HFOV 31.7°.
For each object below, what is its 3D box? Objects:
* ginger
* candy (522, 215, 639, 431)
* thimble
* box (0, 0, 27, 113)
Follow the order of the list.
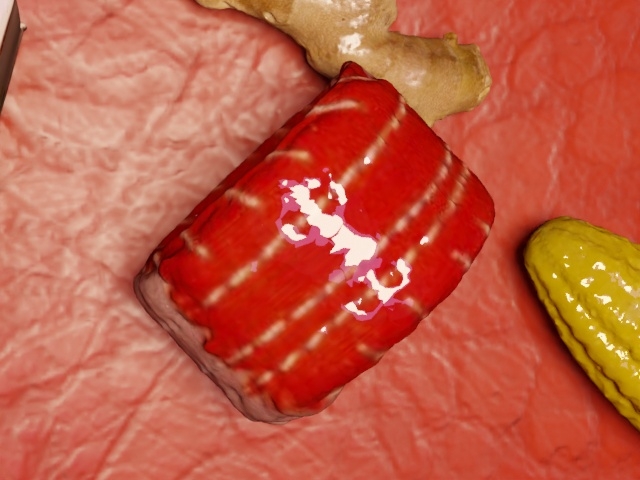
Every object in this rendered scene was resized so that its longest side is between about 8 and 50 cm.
[{"bbox_3d":[-0.016,-0.156,0.674,0.288,0.075,0.089,33,100,-16],"label":"ginger"},{"bbox_3d":[0.208,0.059,0.721,0.199,0.094,0.106,40,49,-6],"label":"candy"},{"bbox_3d":[-0.004,0.005,0.635,0.189,0.163,0.125,-44,98,2],"label":"thimble"},{"bbox_3d":[-0.265,0.013,0.574,0.145,0.173,0.333,16,89,-12],"label":"box"}]
